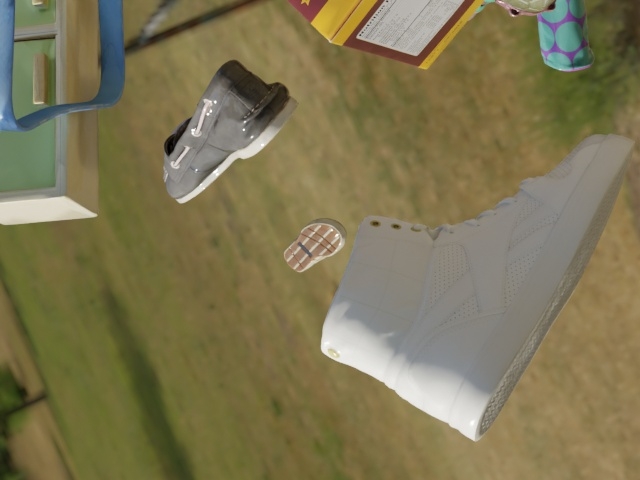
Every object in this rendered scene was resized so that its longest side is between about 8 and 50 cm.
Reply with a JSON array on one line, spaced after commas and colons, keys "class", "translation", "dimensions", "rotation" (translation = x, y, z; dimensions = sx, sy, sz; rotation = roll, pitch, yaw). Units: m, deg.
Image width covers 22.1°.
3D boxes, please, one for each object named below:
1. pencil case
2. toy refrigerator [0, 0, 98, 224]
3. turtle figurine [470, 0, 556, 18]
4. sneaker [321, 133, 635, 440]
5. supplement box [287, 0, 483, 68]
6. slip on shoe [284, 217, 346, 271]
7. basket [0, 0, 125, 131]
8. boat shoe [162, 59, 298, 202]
[{"class": "pencil case", "translation": [0.306, -0.292, 2.060], "dimensions": [0.064, 0.070, 0.151], "rotation": [10, 119, 39]}, {"class": "toy refrigerator", "translation": [-0.277, -0.159, 1.580], "dimensions": [0.094, 0.102, 0.269], "rotation": [42, -134, -72]}, {"class": "turtle figurine", "translation": [0.224, -0.306, 1.825], "dimensions": [0.234, 0.175, 0.118], "rotation": [153, 117, -74]}, {"class": "sneaker", "translation": [0.116, -0.002, 1.253], "dimensions": [0.169, 0.292, 0.108], "rotation": [26, 147, 18]}, {"class": "supplement box", "translation": [0.024, -0.253, 1.296], "dimensions": [0.191, 0.129, 0.194], "rotation": [45, -163, 19]}, {"class": "slip on shoe", "translation": [0.000, 0.000, 2.073], "dimensions": [0.051, 0.041, 0.135], "rotation": [49, 148, 1]}, {"class": "basket", "translation": [-0.229, -0.250, 1.448], "dimensions": [0.255, 0.201, 0.288], "rotation": [-37, -53, -74]}, {"class": "boat shoe", "translation": [-0.127, -0.133, 1.923], "dimensions": [0.095, 0.112, 0.335], "rotation": [43, 156, -9]}]
